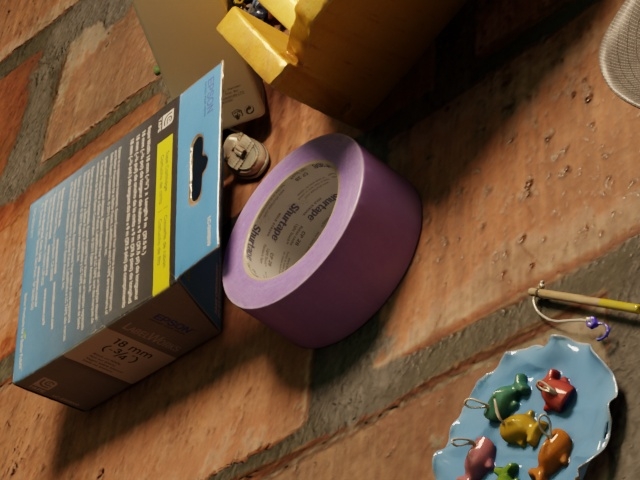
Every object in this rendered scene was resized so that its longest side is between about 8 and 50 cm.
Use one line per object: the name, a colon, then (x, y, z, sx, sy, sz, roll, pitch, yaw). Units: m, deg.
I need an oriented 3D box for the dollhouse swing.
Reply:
dollhouse swing: (0.017, -0.346, 1.744, 0.305, 0.315, 0.347, 44, 101, 21)

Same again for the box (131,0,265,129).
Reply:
box: (-0.147, -0.257, 1.909, 0.094, 0.275, 0.113, -18, 29, 5)

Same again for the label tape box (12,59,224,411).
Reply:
label tape box: (-0.175, 0.003, 1.859, 0.333, 0.106, 0.241, -31, 45, 36)

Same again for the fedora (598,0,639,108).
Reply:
fedora: (0.347, -0.156, 1.274, 0.275, 0.124, 0.243, -50, 31, -7)

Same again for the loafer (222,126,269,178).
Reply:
loafer: (-0.096, -0.101, 1.940, 0.045, 0.039, 0.125, -54, 30, 3)

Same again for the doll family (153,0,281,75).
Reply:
doll family: (-0.109, -0.249, 2.076, 0.193, 0.076, 0.111, -47, 26, 7)

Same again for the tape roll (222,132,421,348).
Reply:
tape roll: (0.000, 0.000, 1.663, 0.189, 0.080, 0.189, -35, 35, 30)

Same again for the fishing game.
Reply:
fishing game: (0.144, 0.150, 1.347, 0.264, 0.041, 0.189, -60, 27, -7)
